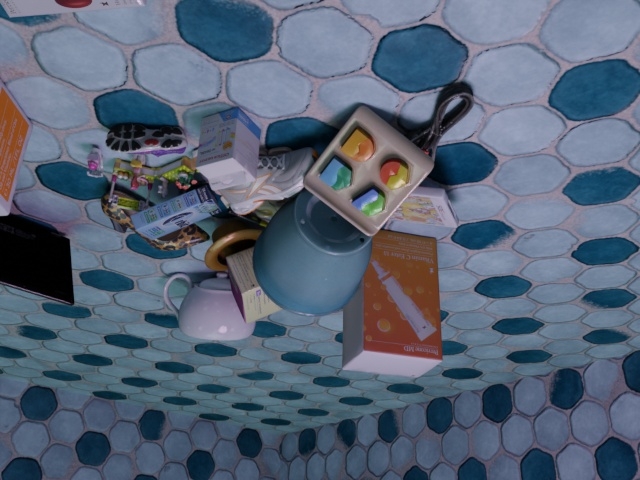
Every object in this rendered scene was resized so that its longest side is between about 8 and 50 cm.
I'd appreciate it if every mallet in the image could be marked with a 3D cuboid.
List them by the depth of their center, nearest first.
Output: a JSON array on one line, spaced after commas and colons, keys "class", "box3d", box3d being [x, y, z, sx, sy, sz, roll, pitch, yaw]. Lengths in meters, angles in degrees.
[{"class": "mallet", "box3d": [-0.146, -0.036, 1.678, 0.189, 0.062, 0.039, 14, 156, -30]}]

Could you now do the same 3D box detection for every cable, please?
[{"class": "cable", "box3d": [0.222, -0.198, 1.364, 0.139, 0.072, 0.287, 23, 147, -27]}]

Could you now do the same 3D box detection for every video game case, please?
[{"class": "video game case", "box3d": [0.191, -0.082, 1.546, 0.226, 0.026, 0.206, 8, 166, 23]}]

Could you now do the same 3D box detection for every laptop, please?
[{"class": "laptop", "box3d": [-0.873, 0.045, 1.722, 0.382, 0.408, 0.236, 25, 115, -38]}]

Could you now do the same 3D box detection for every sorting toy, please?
[{"class": "sorting toy", "box3d": [0.093, -0.135, 1.356, 0.193, 0.038, 0.208, 37, 112, -5]}]

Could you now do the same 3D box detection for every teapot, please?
[{"class": "teapot", "box3d": [-0.313, 0.190, 2.035, 0.256, 0.187, 0.252, 1, -175, -35]}]

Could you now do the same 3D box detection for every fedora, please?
[{"class": "fedora", "box3d": [-0.225, 0.004, 1.747, 0.194, 0.079, 0.194, -22, 155, -11]}]

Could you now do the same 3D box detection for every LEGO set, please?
[{"class": "LEGO set", "box3d": [-0.373, -0.131, 1.501, 0.286, 0.107, 0.132, 2, 152, 0]}]

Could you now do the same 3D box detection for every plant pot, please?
[{"class": "plant pot", "box3d": [0.000, 0.000, 1.518, 0.271, 0.272, 0.255, 9, 151, -12]}]

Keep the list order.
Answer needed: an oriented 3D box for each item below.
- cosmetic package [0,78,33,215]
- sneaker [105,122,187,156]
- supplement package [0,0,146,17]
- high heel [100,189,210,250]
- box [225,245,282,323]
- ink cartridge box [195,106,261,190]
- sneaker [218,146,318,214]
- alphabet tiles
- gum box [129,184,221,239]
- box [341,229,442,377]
[{"class": "cosmetic package", "box3d": [-0.695, -0.249, 1.175, 0.161, 0.230, 0.453, 0, 153, 4]}, {"class": "sneaker", "box3d": [-0.366, -0.200, 1.418, 0.169, 0.068, 0.071, 3, 158, -4]}, {"class": "supplement package", "box3d": [-0.353, -0.427, 0.896, 0.203, 0.149, 0.194, -3, 152, 7]}, {"class": "high heel", "box3d": [-0.408, -0.053, 1.664, 0.261, 0.093, 0.186, 10, 155, 0]}, {"class": "box", "box3d": [-0.115, 0.093, 1.798, 0.242, 0.117, 0.214, -21, 155, -13]}, {"class": "ink cartridge box", "box3d": [-0.186, -0.178, 1.360, 0.092, 0.143, 0.090, -12, 149, 24]}, {"class": "sneaker", "box3d": [-0.127, -0.146, 1.450, 0.262, 0.099, 0.121, -24, 130, 30]}, {"class": "alphabet tiles", "box3d": [-0.111, -0.126, 1.585, 0.284, 0.021, 0.278, -6, 151, 13]}, {"class": "gum box", "box3d": [-0.333, -0.063, 1.573, 0.184, 0.041, 0.157, -23, 173, -4]}, {"class": "box", "box3d": [0.183, 0.164, 1.763, 0.214, 0.346, 0.168, 9, 152, -14]}]
